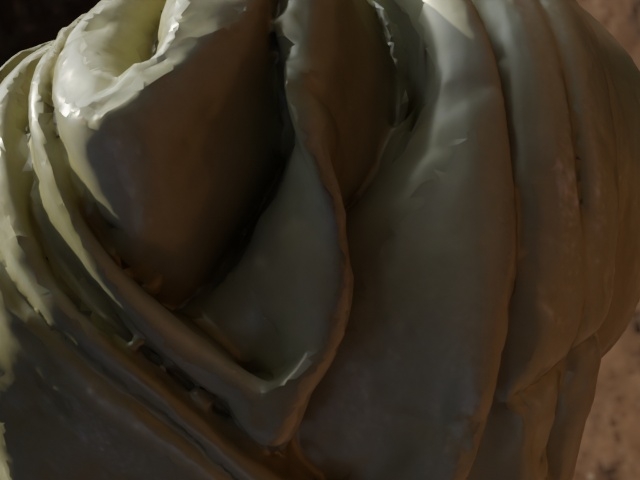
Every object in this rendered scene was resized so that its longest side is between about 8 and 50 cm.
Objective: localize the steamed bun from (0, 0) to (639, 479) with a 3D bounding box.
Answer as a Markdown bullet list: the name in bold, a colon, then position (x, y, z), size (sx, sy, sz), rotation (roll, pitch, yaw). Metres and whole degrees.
- **steamed bun**: position (0.000, -0.003, 0.744), size (0.203, 0.289, 0.276), rotation (102, 160, -68)
